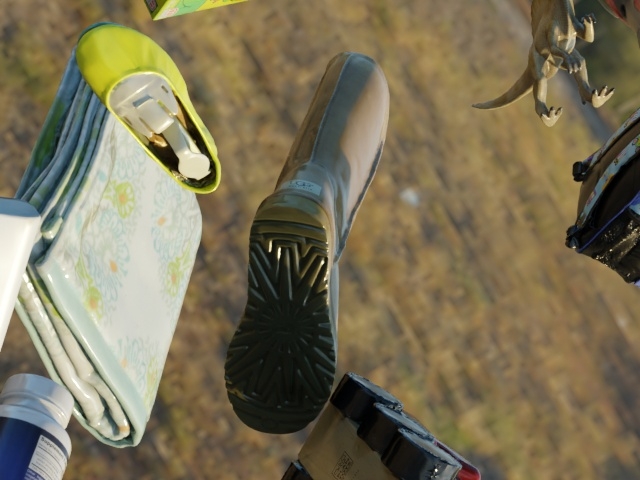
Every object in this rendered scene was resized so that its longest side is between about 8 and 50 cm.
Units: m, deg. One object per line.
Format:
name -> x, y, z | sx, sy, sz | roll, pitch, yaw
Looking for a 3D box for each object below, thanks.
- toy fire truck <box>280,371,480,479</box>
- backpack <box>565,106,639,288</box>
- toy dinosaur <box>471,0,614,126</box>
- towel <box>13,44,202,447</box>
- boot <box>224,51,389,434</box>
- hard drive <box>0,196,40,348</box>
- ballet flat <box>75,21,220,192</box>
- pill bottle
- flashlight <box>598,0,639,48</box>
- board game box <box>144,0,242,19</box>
toy fire truck -> 0.122, 0.214, 1.544 | 0.246, 0.158, 0.217 | 30, 4, -21
backpack -> 0.330, -0.060, 1.855 | 0.117, 0.173, 0.158 | 31, 34, -10
toy dinosaur -> 0.164, -0.130, 1.359 | 0.183, 0.053, 0.093 | 106, -32, -52
towel -> -0.230, 0.001, 2.120 | 0.374, 0.090, 0.321 | 73, 28, -49
boot -> 0.000, 0.000, 1.617 | 0.269, 0.089, 0.236 | -69, 171, -59
hard drive -> -0.369, 0.099, 1.581 | 0.203, 0.308, 0.040 | 7, 23, -32
ballet flat -> -0.152, -0.118, 1.806 | 0.077, 0.077, 0.231 | 61, 4, 37
pill bottle -> -0.287, 0.211, 1.775 | 0.094, 0.094, 0.169 | 52, 41, -39
flashlight -> 0.272, -0.196, 1.477 | 0.103, 0.103, 0.304 | 49, 10, -12
board game box -> -0.112, -0.314, 2.248 | 0.181, 0.092, 0.043 | -17, 74, -34
